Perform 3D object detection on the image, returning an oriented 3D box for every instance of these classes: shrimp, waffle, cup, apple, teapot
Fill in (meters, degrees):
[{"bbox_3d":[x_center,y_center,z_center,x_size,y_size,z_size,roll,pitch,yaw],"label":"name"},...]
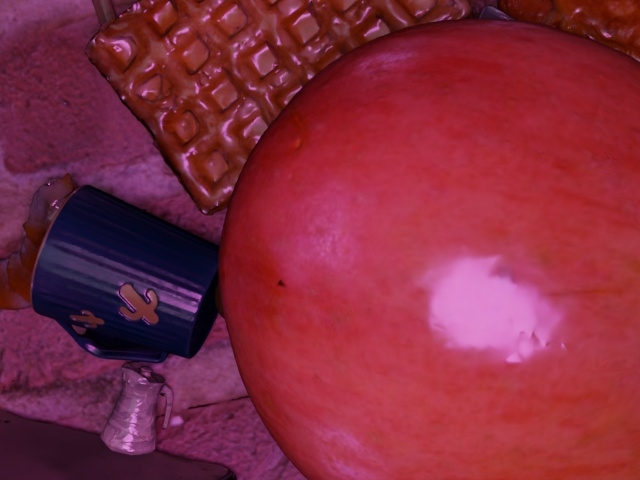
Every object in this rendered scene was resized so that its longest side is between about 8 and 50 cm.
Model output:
[{"bbox_3d":[-0.319,-0.014,1.029,0.166,0.049,0.161,25,102,17],"label":"shrimp"},{"bbox_3d":[-0.042,-0.188,0.920,0.308,0.091,0.213,-37,87,13],"label":"waffle"},{"bbox_3d":[-0.177,0.050,0.968,0.155,0.131,0.177,19,129,7],"label":"cup"},{"bbox_3d":[0.128,0.036,0.689,0.363,0.364,0.364,1,96,13],"label":"apple"},{"bbox_3d":[-0.179,0.165,1.008,0.067,0.057,0.083,8,101,-32],"label":"teapot"}]

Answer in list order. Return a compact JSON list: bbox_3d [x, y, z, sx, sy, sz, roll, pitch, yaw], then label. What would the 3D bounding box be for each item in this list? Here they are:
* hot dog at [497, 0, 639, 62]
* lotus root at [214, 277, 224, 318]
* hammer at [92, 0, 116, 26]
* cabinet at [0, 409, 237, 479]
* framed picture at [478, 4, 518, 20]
[{"bbox_3d":[0.254,-0.169,0.829,0.256,0.150,0.153,28,91,9],"label":"hot dog"},{"bbox_3d":[0.000,0.000,0.914,0.124,0.123,0.241,37,99,-18],"label":"lotus root"},{"bbox_3d":[-0.229,-0.291,0.990,0.062,0.013,0.199,-18,92,15],"label":"hammer"},{"bbox_3d":[-0.264,0.368,0.964,0.289,0.227,0.318,11,101,11],"label":"cabinet"},{"bbox_3d":[0.227,-0.043,0.839,0.296,0.019,0.232,33,145,8],"label":"framed picture"}]
